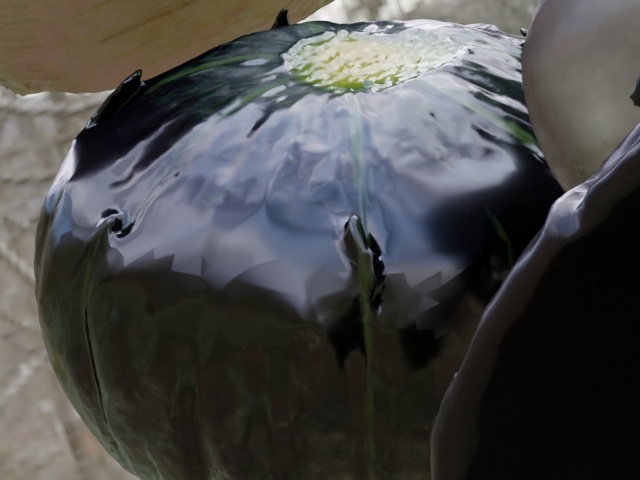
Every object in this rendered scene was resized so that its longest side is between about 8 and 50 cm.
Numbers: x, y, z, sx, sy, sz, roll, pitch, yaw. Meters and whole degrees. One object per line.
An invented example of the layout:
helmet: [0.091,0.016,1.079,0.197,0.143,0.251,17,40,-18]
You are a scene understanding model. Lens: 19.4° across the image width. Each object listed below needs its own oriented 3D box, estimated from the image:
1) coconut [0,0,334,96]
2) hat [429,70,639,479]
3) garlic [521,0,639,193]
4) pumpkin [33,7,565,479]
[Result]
coconut: [-0.173,-0.274,1.074,0.405,0.404,0.404,-21,0,0]
hat: [0.167,0.108,0.451,0.238,0.336,0.209,-15,-11,43]
garlic: [0.201,-0.117,0.620,0.340,0.231,0.246,-27,-27,37]
pumpkin: [0.013,0.040,0.884,0.296,0.295,0.296,-21,0,0]
